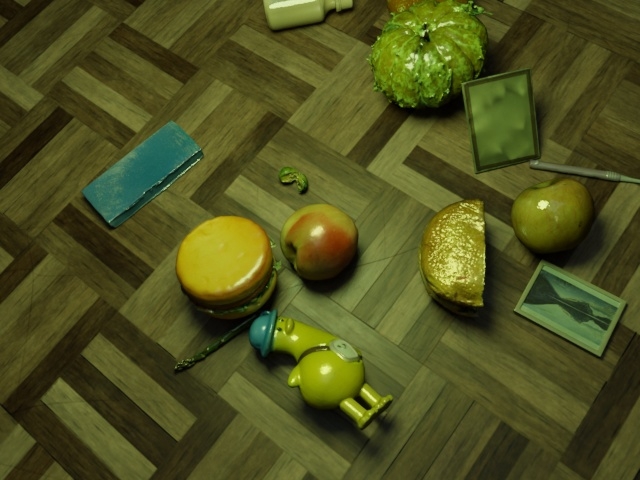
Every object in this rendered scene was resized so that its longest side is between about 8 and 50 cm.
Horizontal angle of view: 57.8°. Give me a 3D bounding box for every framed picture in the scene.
[{"bbox_3d":[0.445,-0.292,1.427,0.173,0.010,0.231,-12,110,1],"label":"framed picture"},{"bbox_3d":[0.560,0.150,1.306,0.203,0.015,0.150,30,73,17],"label":"framed picture"}]

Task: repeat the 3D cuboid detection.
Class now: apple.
[{"bbox_3d":[0.527,-0.055,1.318,0.183,0.182,0.155,-20,96,-2],"label":"apple"}]

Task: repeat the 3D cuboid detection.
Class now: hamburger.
[{"bbox_3d":[0.300,0.030,1.323,0.157,0.144,0.282,-1,65,17],"label":"hamburger"},{"bbox_3d":[-0.208,0.068,1.350,0.246,0.170,0.245,-5,54,7],"label":"hamburger"}]

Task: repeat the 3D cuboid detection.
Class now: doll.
[{"bbox_3d":[-0.009,0.265,1.275,0.363,0.145,0.200,36,36,28],"label":"doll"}]

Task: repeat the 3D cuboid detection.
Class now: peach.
[{"bbox_3d":[0.000,0.000,1.355,0.184,0.184,0.184,-2,67,6],"label":"peach"}]

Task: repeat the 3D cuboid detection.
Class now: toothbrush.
[{"bbox_3d":[0.693,-0.164,1.414,0.354,0.029,0.024,11,56,12],"label":"toothbrush"}]

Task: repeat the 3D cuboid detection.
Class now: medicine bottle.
[{"bbox_3d":[-0.034,-0.685,1.675,0.253,0.114,0.114,-9,67,3],"label":"medicine bottle"}]

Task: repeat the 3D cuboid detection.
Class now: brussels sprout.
[{"bbox_3d":[-0.067,-0.160,1.500,0.083,0.046,0.051,31,70,8],"label":"brussels sprout"}]

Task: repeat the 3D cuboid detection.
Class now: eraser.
[{"bbox_3d":[-0.473,-0.181,1.555,0.312,0.042,0.144,-42,68,-11],"label":"eraser"}]

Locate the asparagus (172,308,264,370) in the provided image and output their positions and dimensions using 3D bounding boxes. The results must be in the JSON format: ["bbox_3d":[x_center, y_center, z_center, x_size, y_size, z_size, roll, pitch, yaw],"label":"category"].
[{"bbox_3d":[-0.236,0.235,1.361,0.249,0.024,0.025,-34,61,-6],"label":"asparagus"}]

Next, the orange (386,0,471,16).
[{"bbox_3d":[0.306,-0.696,1.616,0.238,0.158,0.179,18,54,15],"label":"orange"}]

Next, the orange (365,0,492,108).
[{"bbox_3d":[0.281,-0.462,1.486,0.300,0.223,0.301,20,70,33],"label":"orange"}]
